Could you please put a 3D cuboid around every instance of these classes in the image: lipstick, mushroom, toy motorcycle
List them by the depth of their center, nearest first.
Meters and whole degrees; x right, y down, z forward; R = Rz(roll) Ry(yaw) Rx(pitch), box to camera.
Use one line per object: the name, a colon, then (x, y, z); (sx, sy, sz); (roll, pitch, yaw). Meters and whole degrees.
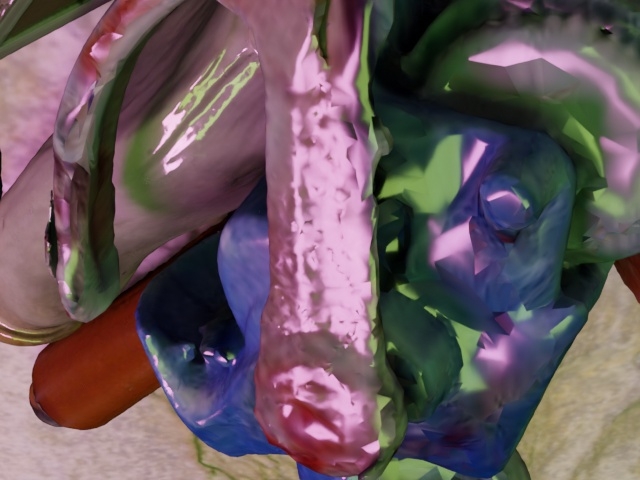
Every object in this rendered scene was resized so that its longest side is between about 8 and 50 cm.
toy motorcycle: (0.014, -0.011, 0.508); (0.182, 0.241, 0.319); (-20, 142, -34)
mushroom: (-0.102, -0.034, 0.664); (0.109, 0.097, 0.351); (-12, 161, -45)
lipstick: (-0.058, 0.026, 0.737); (0.077, 0.077, 0.418); (25, 140, -31)

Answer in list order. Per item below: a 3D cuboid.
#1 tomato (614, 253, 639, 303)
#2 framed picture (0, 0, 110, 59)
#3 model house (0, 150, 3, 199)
tomato: (0.193, -0.096, 0.553); (0.309, 0.170, 0.309); (-14, 114, -34)
framed picture: (-0.008, -0.172, 0.434); (0.017, 0.217, 0.274); (48, 128, -2)
model house: (-0.279, -0.117, 0.399); (0.295, 0.252, 0.329); (35, 144, 10)
